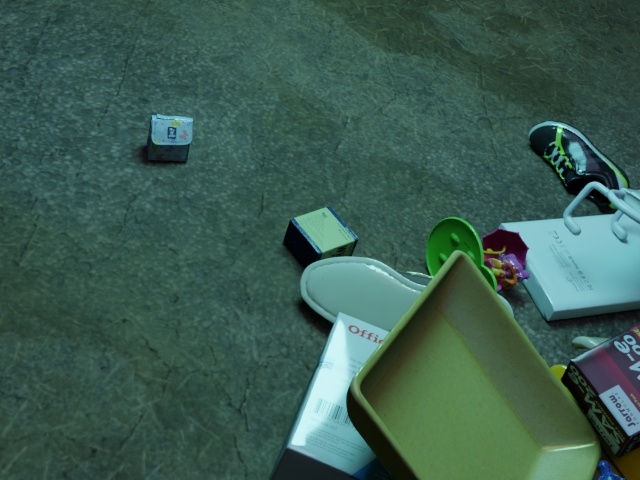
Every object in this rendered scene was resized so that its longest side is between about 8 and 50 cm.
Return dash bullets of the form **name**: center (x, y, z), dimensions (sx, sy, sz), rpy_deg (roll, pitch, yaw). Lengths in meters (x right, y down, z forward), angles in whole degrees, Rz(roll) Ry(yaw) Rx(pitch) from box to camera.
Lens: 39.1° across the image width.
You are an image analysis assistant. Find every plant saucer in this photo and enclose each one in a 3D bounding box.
- **plant saucer**: center (0.177, 0.223, 1.071), dimensions (0.332, 0.081, 0.333), rpy_deg (54, 39, -5)

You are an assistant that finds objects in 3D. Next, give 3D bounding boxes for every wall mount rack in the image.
- **wall mount rack**: center (0.574, 0.030, 1.491), dimensions (0.350, 0.130, 0.304), rpy_deg (3, 38, -49)

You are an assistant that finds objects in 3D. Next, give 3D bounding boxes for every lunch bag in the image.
- **lunch bag**: center (-0.255, -0.175, 1.520), dimensions (0.071, 0.083, 0.053), rpy_deg (2, 47, -19)

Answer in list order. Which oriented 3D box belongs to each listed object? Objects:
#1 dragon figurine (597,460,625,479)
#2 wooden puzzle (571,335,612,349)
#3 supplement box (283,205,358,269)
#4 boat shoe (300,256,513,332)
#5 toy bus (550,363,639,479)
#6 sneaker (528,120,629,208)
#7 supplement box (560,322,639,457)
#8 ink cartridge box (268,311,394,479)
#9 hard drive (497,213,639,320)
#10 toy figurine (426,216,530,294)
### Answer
- **dragon figurine**: center (0.351, 0.392, 0.989), dimensions (0.085, 0.144, 0.289), rpy_deg (-25, 62, 14)
- **wooden puzzle**: center (0.561, 0.254, 1.312), dimensions (0.322, 0.080, 0.347), rpy_deg (9, 36, -51)
- **supplement box**: center (0.000, 0.000, 1.462), dimensions (0.083, 0.056, 0.083), rpy_deg (-20, 57, -34)
- **boat shoe**: center (0.131, 0.099, 1.380), dimensions (0.325, 0.097, 0.116), rpy_deg (10, 84, 11)
- **toy bus**: center (0.407, 0.325, 1.228), dimensions (0.332, 0.130, 0.108), rpy_deg (57, 11, 32)
- **sneaker**: center (0.501, -0.149, 1.767), dimensions (0.235, 0.084, 0.097), rpy_deg (38, 48, 17)
- **supplement box**: center (0.460, 0.172, 1.196), dimensions (0.240, 0.073, 0.130), rpy_deg (-25, 58, -13)
- **ink cartridge box**: center (0.049, 0.249, 1.158), dimensions (0.171, 0.168, 0.232), rpy_deg (23, 44, 2)
- **hard drive**: center (0.490, 0.040, 1.611), dimensions (0.308, 0.040, 0.203), rpy_deg (-4, 49, -24)
- **toy figurine**: center (0.288, 0.035, 1.493), dimensions (0.159, 0.130, 0.173), rpy_deg (-5, 42, -35)
